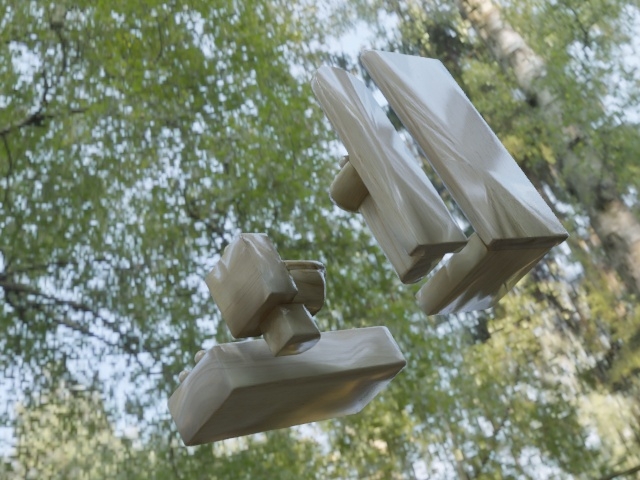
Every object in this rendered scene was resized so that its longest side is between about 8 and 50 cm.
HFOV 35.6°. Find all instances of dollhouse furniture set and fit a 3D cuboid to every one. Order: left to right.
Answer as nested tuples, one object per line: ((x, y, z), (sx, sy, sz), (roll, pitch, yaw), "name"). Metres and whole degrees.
((0.000, 0.000, 0.494), (0.144, 0.123, 0.151), (-2, -38, -43), "dollhouse furniture set")
